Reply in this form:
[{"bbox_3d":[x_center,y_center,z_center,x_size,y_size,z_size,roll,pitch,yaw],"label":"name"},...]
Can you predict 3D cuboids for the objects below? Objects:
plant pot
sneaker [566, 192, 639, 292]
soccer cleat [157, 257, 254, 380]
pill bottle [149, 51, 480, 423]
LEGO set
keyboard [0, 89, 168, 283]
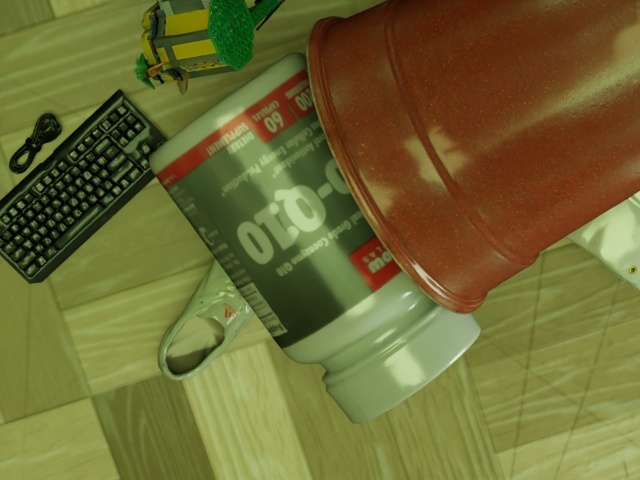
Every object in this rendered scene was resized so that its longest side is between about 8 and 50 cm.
[{"bbox_3d":[0.173,-0.117,1.558,0.265,0.272,0.272,-27,101,21],"label":"plant pot"},{"bbox_3d":[0.335,-0.024,1.703,0.293,0.108,0.169,20,102,5],"label":"sneaker"},{"bbox_3d":[-0.077,0.045,1.718,0.068,0.076,0.196,33,98,-7],"label":"soccer cleat"},{"bbox_3d":[0.000,0.000,1.626,0.161,0.161,0.283,-36,94,6],"label":"pill bottle"},{"bbox_3d":[-0.129,-0.267,1.568,0.192,0.331,0.255,-7,126,31],"label":"LEGO set"},{"bbox_3d":[-0.226,-0.055,1.725,0.180,0.023,0.108,-42,98,6],"label":"keyboard"}]
